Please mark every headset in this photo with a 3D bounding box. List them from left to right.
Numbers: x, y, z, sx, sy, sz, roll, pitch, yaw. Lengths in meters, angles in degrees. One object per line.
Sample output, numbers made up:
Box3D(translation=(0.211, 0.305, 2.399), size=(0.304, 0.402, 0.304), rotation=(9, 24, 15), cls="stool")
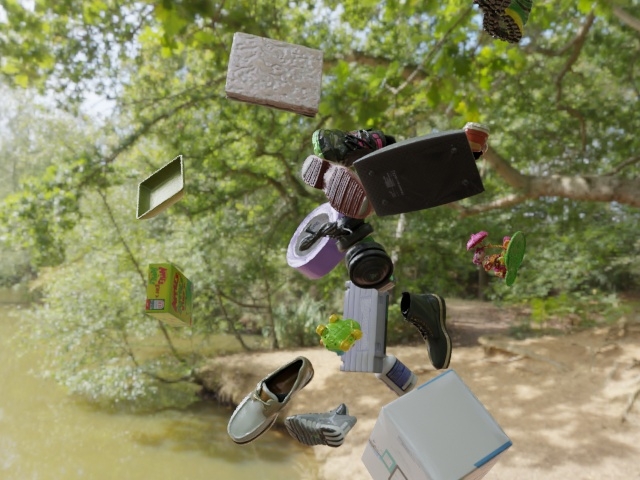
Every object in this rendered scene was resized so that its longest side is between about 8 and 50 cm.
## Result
Box3D(translation=(0.089, 0.033, 1.664), size=(0.185, 0.243, 0.394), rotation=(-33, -29, 11), cls="headset")

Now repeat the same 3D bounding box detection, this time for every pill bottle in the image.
Box3D(translation=(0.278, 0.516, 2.247), size=(0.186, 0.112, 0.112), rotation=(43, -8, -4), cls="pill bottle")

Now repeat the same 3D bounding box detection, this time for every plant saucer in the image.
Box3D(translation=(-0.494, -0.159, 1.812), size=(0.188, 0.188, 0.045), rotation=(-32, -48, 14), cls="plant saucer")

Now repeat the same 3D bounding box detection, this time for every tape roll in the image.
Box3D(translation=(0.000, 0.000, 2.054), size=(0.090, 0.275, 0.275), rotation=(35, -18, -25), cls="tape roll")

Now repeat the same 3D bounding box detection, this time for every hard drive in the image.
Box3D(translation=(0.218, -0.151, 1.269), size=(0.254, 0.172, 0.054), rotation=(-13, 34, 25), cls="hard drive")

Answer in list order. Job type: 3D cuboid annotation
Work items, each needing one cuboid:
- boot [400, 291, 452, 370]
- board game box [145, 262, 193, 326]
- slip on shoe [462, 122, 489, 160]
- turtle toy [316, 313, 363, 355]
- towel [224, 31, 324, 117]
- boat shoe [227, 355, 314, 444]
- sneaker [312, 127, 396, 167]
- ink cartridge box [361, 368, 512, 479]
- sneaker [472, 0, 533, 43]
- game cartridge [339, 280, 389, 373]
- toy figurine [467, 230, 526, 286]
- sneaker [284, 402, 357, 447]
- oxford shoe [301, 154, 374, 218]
Box3D(translation=(0.260, 0.230, 1.466), size=(0.137, 0.198, 0.077), rotation=(13, -29, -37), cls="boot")
Box3D(translation=(-0.290, 0.110, 1.114), size=(0.043, 0.092, 0.181), rotation=(0, -16, 1), cls="board game box")
Box3D(translation=(0.542, -0.336, 2.061), size=(0.123, 0.101, 0.331), rotation=(16, 0, 11), cls="slip on shoe")
Box3D(translation=(0.052, 0.228, 1.377), size=(0.095, 0.066, 0.130), rotation=(31, 42, 27), cls="turtle toy")
Box3D(translation=(-0.156, -0.584, 2.003), size=(0.332, 0.317, 0.053), rotation=(10, -31, -10), cls="towel")
Box3D(translation=(-0.145, 0.435, 1.595), size=(0.113, 0.302, 0.103), rotation=(38, -17, 23), cls="boat shoe")
Box3D(translation=(0.135, -0.361, 2.167), size=(0.202, 0.185, 0.483), rotation=(-17, 2, 35), cls="sneaker")
Box3D(translation=(0.239, 0.459, 1.245), size=(0.198, 0.197, 0.270), rotation=(-21, -36, -25), cls="ink cartridge box")
Box3D(translation=(0.454, -0.651, 1.441), size=(0.134, 0.146, 0.343), rotation=(23, -3, 30), cls="sneaker")
Box3D(translation=(0.166, 0.319, 2.158), size=(0.068, 0.355, 0.230), rotation=(14, -16, -34), cls="game cartridge")
Box3D(translation=(0.531, 0.041, 1.778), size=(0.159, 0.173, 0.130), rotation=(15, 13, 40), cls="toy figurine")
Box3D(translation=(0.013, 0.507, 1.603), size=(0.228, 0.086, 0.132), rotation=(-5, 20, 46), cls="sneaker")
Box3D(translation=(0.079, -0.161, 1.690), size=(0.130, 0.123, 0.348), rotation=(10, 23, -36), cls="oxford shoe")
